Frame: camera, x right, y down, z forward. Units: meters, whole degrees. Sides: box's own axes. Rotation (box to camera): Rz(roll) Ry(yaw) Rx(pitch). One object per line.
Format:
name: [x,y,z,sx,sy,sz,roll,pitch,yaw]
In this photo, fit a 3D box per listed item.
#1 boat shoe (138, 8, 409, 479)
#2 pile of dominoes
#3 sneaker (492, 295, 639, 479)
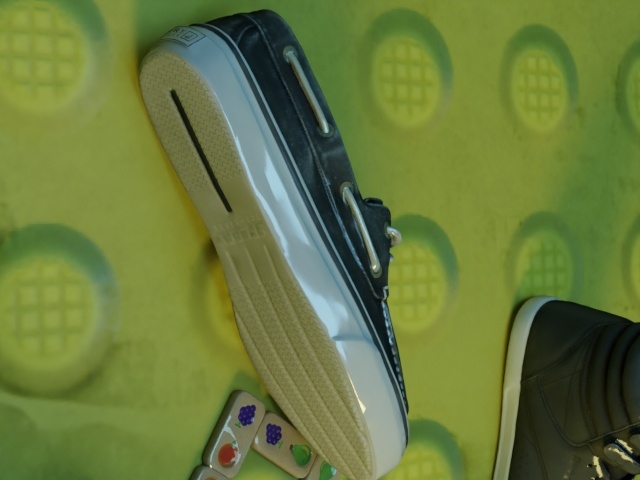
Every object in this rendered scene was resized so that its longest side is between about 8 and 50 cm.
boat shoe: [0.000,0.000,0.889,0.119,0.121,0.335,-31,107,-32]
pile of dominoes: [-0.035,0.258,0.911,0.196,0.040,0.251,39,66,-33]
sneaker: [0.225,0.195,1.066,0.104,0.147,0.296,3,88,-43]
